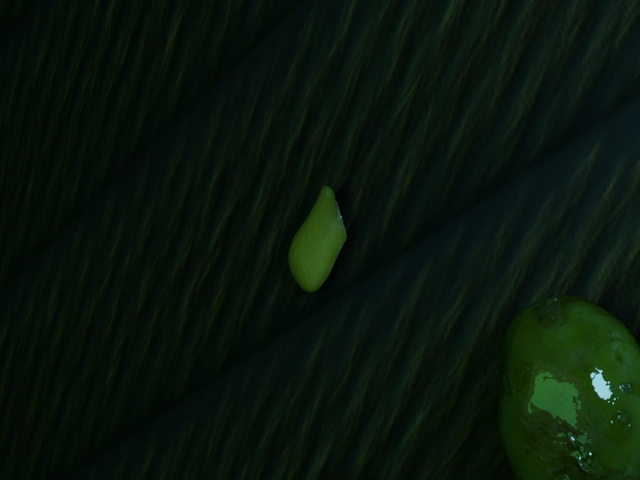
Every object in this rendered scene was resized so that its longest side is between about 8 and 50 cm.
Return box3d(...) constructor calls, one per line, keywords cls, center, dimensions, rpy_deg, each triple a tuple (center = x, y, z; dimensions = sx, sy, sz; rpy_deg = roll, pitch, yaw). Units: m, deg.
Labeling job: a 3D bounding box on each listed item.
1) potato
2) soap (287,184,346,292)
box3d(cls="potato", center=(0.285, 0.188, 1.650), dimensions=(0.186, 0.148, 0.253), rpy_deg=(-34, 70, 50))
box3d(cls="soap", center=(0.000, 0.000, 2.065), dimensions=(0.089, 0.033, 0.168), rpy_deg=(56, 134, 27))
